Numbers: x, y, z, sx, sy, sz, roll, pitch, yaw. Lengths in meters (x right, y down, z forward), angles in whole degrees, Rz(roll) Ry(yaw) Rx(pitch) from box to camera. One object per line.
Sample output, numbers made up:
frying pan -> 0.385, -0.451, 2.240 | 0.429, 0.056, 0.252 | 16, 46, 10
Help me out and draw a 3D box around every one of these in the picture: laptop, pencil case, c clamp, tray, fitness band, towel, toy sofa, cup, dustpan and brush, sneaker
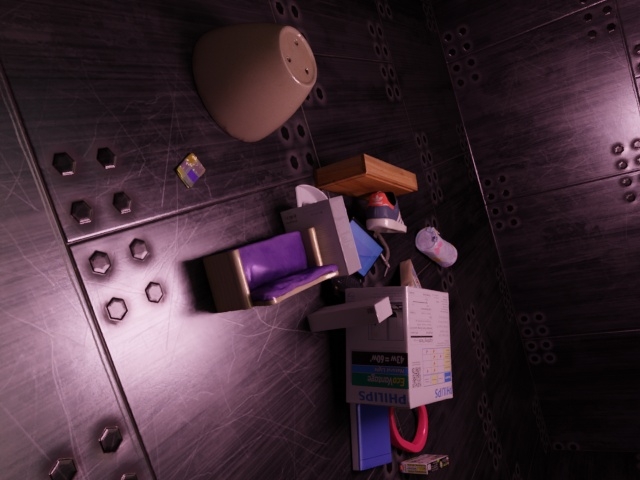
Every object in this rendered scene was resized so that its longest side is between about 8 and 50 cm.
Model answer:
laptop -> 0.139, 0.100, 1.757 | 0.234, 0.137, 0.264 | 40, 30, -43
pencil case -> 0.555, 0.033, 2.445 | 0.273, 0.114, 0.124 | 33, 62, -48
c clamp -> 0.245, 0.042, 2.053 | 0.160, 0.022, 0.137 | 59, 36, -25
tray -> 0.177, -0.216, 1.874 | 0.411, 0.203, 0.076 | 4, 76, -56
fitness band -> 0.320, 0.676, 1.920 | 0.291, 0.054, 0.208 | 39, 51, -42
towel -> -0.323, -0.176, 1.275 | 0.060, 0.010, 0.083 | 59, 36, -27
toy sofa -> -0.115, 0.065, 1.354 | 0.363, 0.177, 0.150 | -19, 95, -56
cup -> -0.153, -0.468, 1.431 | 0.331, 0.237, 0.330 | 25, 60, -51
dustpan and brush -> 0.010, -0.107, 1.711 | 0.211, 0.060, 0.147 | 5, 74, -56
sneaker -> 0.252, -0.106, 1.928 | 0.350, 0.131, 0.148 | 14, 75, -76

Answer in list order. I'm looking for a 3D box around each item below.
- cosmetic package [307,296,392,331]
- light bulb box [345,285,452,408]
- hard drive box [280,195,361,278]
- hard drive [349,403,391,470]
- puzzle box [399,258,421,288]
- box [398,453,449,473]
cosmetic package -> 0.087, 0.225, 1.544 | 0.099, 0.239, 0.060 | -21, 95, -57
light bulb box -> 0.265, 0.343, 1.686 | 0.358, 0.225, 0.360 | 15, 72, -54
hard drive box -> 0.000, 0.000, 1.549 | 0.089, 0.181, 0.232 | -20, 97, -59
hard drive -> 0.168, 0.587, 1.723 | 0.210, 0.040, 0.318 | 20, 62, -52
puzzle box -> 0.424, 0.307, 2.124 | 0.272, 0.052, 0.408 | -71, 139, -68
box -> 0.387, 0.830, 1.903 | 0.207, 0.114, 0.036 | 18, 64, -53
